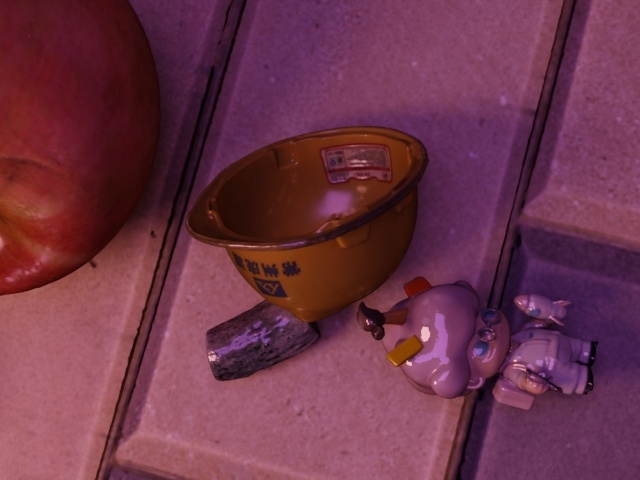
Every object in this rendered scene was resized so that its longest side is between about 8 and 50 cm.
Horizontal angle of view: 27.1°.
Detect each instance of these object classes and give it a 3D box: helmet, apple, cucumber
[{"bbox_3d":[0.000,0.000,1.239,0.205,0.257,0.140,5,122,30],"label":"helmet"},{"bbox_3d":[-0.331,-0.131,1.221,0.364,0.364,0.364,-1,80,6],"label":"apple"},{"bbox_3d":[-0.060,0.095,1.295,0.112,0.064,0.064,-28,78,4],"label":"cucumber"}]

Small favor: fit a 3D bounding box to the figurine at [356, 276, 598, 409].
[{"bbox_3d":[0.145,0.097,1.248,0.229,0.112,0.137,12,54,2],"label":"figurine"}]
